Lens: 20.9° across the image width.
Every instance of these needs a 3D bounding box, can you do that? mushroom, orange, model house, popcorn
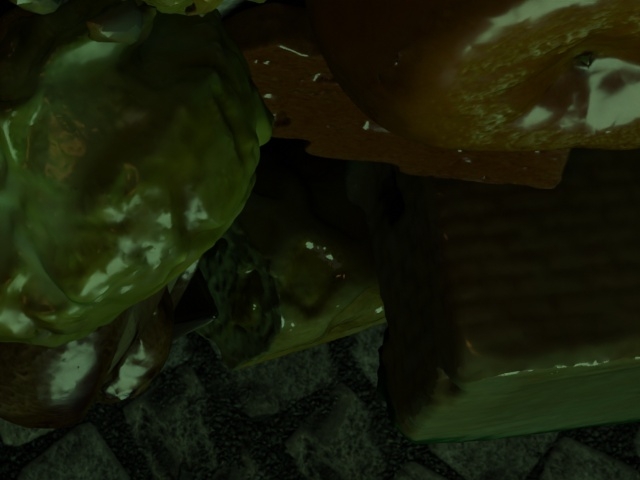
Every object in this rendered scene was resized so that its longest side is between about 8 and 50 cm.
[{"bbox_3d":[-0.158,0.011,1.151,0.153,0.253,0.253,21,175,4],"label":"mushroom"},{"bbox_3d":[0.106,-0.143,0.824,0.249,0.183,0.249,-9,158,-3],"label":"orange"},{"bbox_3d":[0.225,-0.034,1.469,0.382,0.342,0.334,-6,163,-17],"label":"model house"},{"bbox_3d":[-0.137,-0.045,0.900,0.221,0.183,0.204,-24,-156,10],"label":"popcorn"}]

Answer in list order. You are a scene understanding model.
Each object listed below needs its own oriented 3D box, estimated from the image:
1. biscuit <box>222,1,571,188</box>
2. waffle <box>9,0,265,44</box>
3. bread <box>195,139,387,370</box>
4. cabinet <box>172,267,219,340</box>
[{"bbox_3d":[0.061,-0.097,1.184,0.306,0.043,0.284,20,159,-40],"label":"biscuit"},{"bbox_3d":[0.008,-0.168,0.548,0.262,0.060,0.280,-45,159,14],"label":"waffle"},{"bbox_3d":[-0.004,-0.003,1.621,0.252,0.196,0.238,-20,172,-37],"label":"bread"},{"bbox_3d":[-0.243,0.052,1.530,0.215,0.148,0.175,-28,171,27],"label":"cabinet"}]
